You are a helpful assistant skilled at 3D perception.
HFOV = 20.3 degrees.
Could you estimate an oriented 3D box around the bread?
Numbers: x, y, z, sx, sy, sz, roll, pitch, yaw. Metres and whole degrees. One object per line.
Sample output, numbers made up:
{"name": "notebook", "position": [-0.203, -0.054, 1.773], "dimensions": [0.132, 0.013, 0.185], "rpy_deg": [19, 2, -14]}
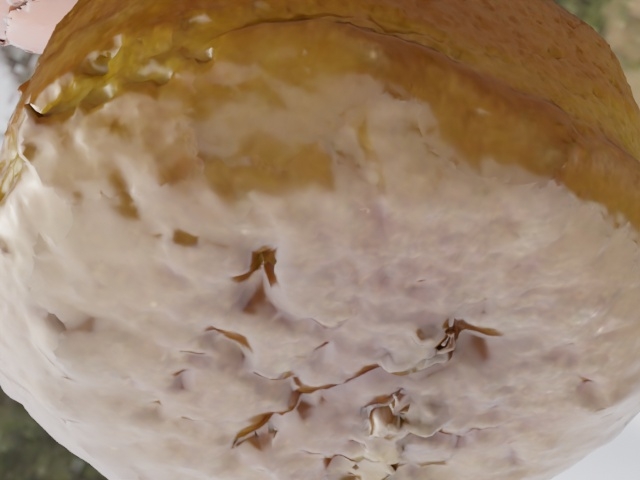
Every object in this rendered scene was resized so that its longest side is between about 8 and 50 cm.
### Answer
{"name": "bread", "position": [0.004, 0.003, 0.765], "dimensions": [0.312, 0.312, 0.172], "rpy_deg": [24, -136, -22]}

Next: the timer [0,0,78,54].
{"name": "timer", "position": [-0.165, -0.229, 1.067], "dimensions": [0.215, 0.229, 0.229], "rpy_deg": [22, -176, -6]}
